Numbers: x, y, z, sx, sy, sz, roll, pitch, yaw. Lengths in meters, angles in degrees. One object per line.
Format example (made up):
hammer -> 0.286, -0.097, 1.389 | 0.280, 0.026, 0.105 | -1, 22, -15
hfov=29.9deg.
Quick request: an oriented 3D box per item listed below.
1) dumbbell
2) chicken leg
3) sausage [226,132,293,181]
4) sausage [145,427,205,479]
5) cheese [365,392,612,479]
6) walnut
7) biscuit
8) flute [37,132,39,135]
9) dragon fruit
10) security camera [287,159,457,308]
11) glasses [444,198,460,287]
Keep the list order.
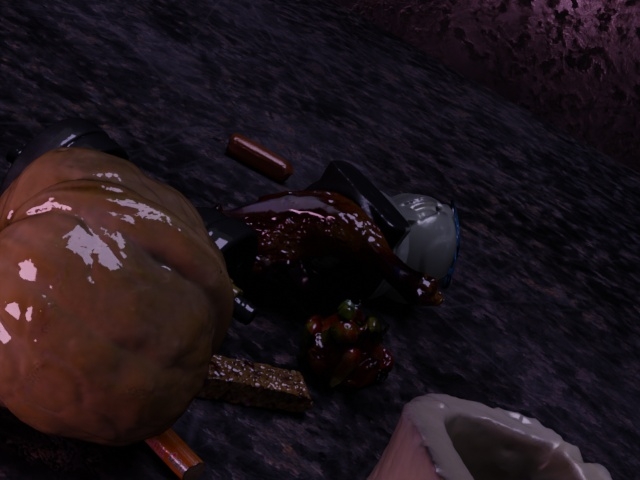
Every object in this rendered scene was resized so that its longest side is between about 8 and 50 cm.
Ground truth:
dumbbell -> -0.239, -0.009, 1.491 | 0.388, 0.185, 0.185 | 34, 22, 15
chicken leg -> 0.000, 0.000, 1.635 | 0.407, 0.096, 0.158 | 15, 54, 32
sausage -> -0.108, -0.148, 2.150 | 0.131, 0.041, 0.039 | 29, 16, 5
sausage -> -0.167, 0.213, 1.275 | 0.107, 0.031, 0.031 | 40, 25, 28
cheese -> 0.204, 0.320, 1.309 | 0.292, 0.153, 0.332 | 12, 28, -34
walnut -> -0.228, 0.064, 1.228 | 0.285, 0.285, 0.296 | 22, 44, -13
biscuit -> -0.101, 0.170, 1.448 | 0.199, 0.034, 0.064 | 16, 24, -28
flute -> -0.318, -0.094, 1.821 | 0.269, 0.014, 0.014 | 29, 21, 5
dragon fruit -> 0.042, 0.141, 1.603 | 0.138, 0.175, 0.142 | 14, 54, -8
security camera -> 0.092, 0.008, 1.835 | 0.277, 0.191, 0.197 | 4, 36, -49
glasses -> 0.170, -0.029, 2.123 | 0.207, 0.102, 0.239 | 27, 22, -1
